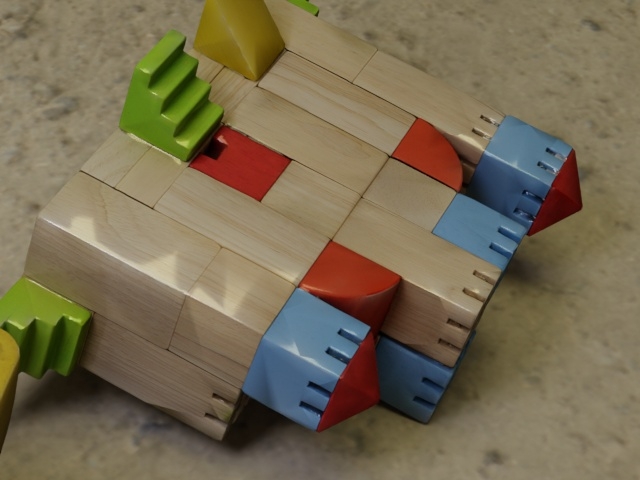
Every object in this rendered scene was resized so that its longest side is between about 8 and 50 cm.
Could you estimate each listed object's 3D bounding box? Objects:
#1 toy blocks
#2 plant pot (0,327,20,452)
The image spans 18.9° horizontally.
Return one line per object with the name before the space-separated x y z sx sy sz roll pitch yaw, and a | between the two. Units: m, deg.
toy blocks | 0.000 0.000 1.182 0.261 0.190 0.381 28 42 7
plant pot | -0.258 0.114 0.914 0.212 0.187 0.212 30 37 -11
